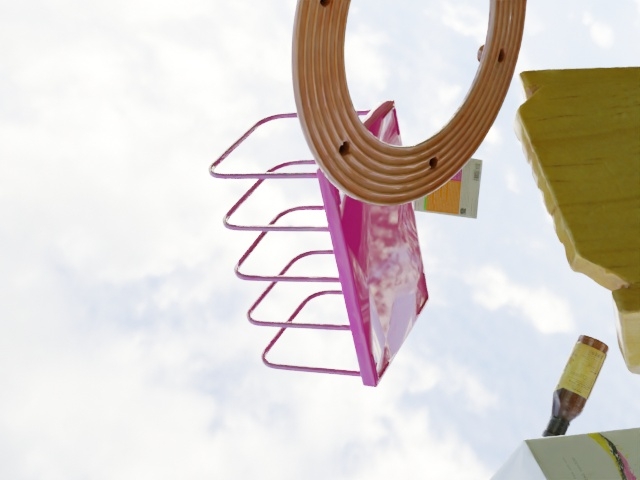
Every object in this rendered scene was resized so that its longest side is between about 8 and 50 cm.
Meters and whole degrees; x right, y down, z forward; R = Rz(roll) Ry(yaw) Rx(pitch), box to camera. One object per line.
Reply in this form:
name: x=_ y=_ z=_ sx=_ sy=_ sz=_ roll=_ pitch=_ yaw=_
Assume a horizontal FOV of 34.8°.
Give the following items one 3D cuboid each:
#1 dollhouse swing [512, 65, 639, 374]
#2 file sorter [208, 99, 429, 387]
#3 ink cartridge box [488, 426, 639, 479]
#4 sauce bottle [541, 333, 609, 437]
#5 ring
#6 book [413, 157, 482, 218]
dollhouse swing: x=0.368 y=0.026 z=1.169 sx=0.315 sy=0.305 sz=0.347 roll=-3 pitch=-130 yaw=-10
file sorter: x=0.000 y=0.000 z=1.275 sx=0.182 sy=0.291 sz=0.202 roll=1 pitch=-150 yaw=26
ink cartridge box: x=0.183 y=0.201 z=0.763 sx=0.198 sy=0.115 sz=0.067 roll=2 pitch=-136 yaw=-31
sauce bottle: x=0.290 y=0.172 z=1.174 sx=0.042 sy=0.042 sz=0.128 roll=27 pitch=-99 yaw=1
ring: x=0.087 y=-0.196 z=0.948 sx=0.032 sy=0.337 sz=0.336 roll=20 pitch=-144 yaw=40
book: x=0.193 y=-0.087 z=1.585 sx=0.144 sy=0.035 sz=0.096 roll=6 pitch=-89 yaw=-38
